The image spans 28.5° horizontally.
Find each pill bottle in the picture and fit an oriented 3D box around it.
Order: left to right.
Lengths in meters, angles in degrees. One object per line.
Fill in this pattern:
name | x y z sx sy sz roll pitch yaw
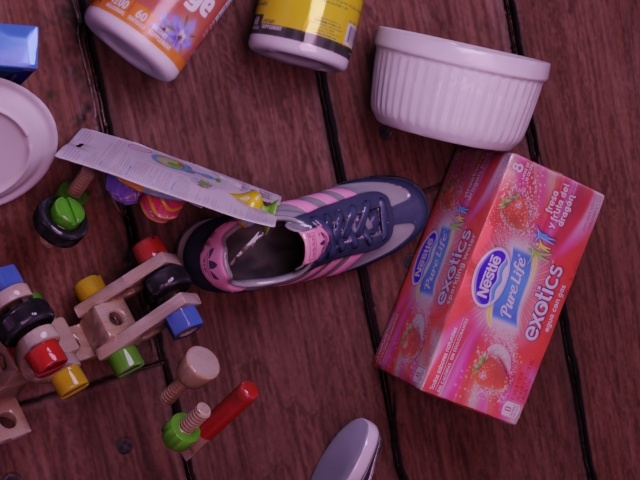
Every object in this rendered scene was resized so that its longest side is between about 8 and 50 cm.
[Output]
pill bottle | -0.150 -0.292 1.375 0.121 0.121 0.216 37 82 -21
pill bottle | -0.003 -0.305 1.432 0.119 0.119 0.208 14 90 -22

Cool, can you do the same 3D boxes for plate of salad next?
plate of salad | -0.375 -0.103 1.309 0.200 0.048 0.200 -12 140 -11

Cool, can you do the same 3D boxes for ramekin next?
ramekin | 0.155 -0.176 1.467 0.207 0.207 0.109 8 101 -22

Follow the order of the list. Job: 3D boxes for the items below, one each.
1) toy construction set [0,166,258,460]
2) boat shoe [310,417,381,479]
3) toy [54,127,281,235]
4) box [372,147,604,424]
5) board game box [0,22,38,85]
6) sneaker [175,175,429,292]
toy construction set | -0.252 0.137 1.355 0.309 0.257 0.237 41 125 -4
boat shoe | 0.027 0.330 1.537 0.076 0.080 0.228 25 88 -28
toy | -0.163 -0.051 1.361 0.237 0.137 0.056 15 106 -3
box | 0.200 0.050 1.533 0.142 0.154 0.300 22 89 -21
board game box | -0.402 -0.189 1.266 0.210 0.160 0.047 2 88 -21
sneaker | 0.000 0.000 1.459 0.319 0.131 0.112 -17 101 -19
